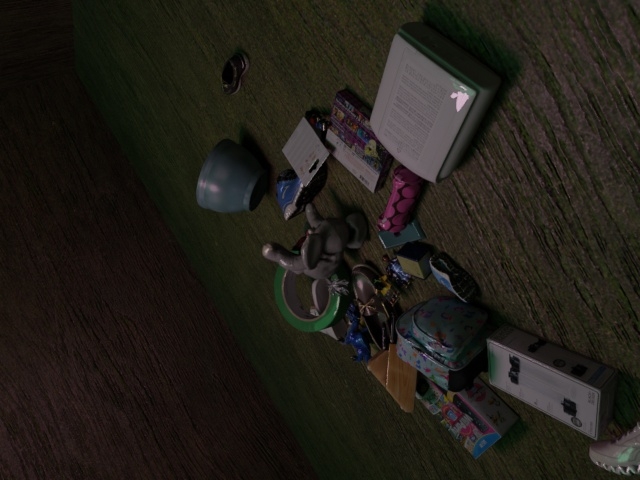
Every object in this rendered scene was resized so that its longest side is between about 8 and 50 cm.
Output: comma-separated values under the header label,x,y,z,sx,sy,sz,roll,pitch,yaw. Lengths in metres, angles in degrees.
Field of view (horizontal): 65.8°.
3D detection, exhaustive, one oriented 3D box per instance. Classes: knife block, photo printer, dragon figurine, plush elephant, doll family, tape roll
label,x,y,z,sx,sy,sz,roll,pitch,yaw
knife block,0.282,0.373,1.594,0.275,0.242,0.088,50,-173,4
photo printer,0.242,-0.295,1.135,0.256,0.107,0.307,46,149,23
dragon figurine,0.161,0.369,1.794,0.289,0.085,0.144,55,132,8
plush elephant,0.000,0.000,1.637,0.330,0.272,0.255,45,138,29
doll family,0.221,0.121,1.569,0.111,0.076,0.192,43,119,23
tape roll,-0.035,0.184,1.887,0.322,0.077,0.320,2,94,38

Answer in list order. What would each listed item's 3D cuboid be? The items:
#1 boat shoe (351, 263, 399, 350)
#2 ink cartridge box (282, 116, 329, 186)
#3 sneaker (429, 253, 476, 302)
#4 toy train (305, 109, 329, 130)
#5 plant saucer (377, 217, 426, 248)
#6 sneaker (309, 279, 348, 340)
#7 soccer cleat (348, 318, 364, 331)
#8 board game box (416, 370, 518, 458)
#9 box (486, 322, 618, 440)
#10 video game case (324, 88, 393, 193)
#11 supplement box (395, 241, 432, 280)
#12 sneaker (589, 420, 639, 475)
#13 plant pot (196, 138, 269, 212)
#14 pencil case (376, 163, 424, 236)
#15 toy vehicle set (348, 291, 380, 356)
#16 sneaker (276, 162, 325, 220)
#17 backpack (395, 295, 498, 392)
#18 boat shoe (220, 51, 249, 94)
label,x,y,z,sx,sy,sz,roll,pitch,yaw
boat shoe,0.186,0.234,1.684,0.117,0.097,0.324,-17,104,34
ink cartridge box,-0.037,-0.279,1.559,0.145,0.045,0.179,-52,57,32
sneaker,0.368,0.109,1.378,0.162,0.063,0.073,51,168,23
toy train,-0.012,-0.364,1.492,0.158,0.036,0.027,-127,33,-54
plant saucer,0.239,-0.016,1.490,0.067,0.018,0.192,62,152,-4
sneaker,-0.004,0.277,2.044,0.169,0.108,0.292,8,124,51
soccer cleat,0.136,0.325,1.875,0.083,0.029,0.035,35,147,45
board game box,0.443,0.514,1.578,0.303,0.098,0.224,44,148,26
box,0.566,0.341,1.235,0.290,0.087,0.169,21,133,48
video game case,0.112,-0.281,1.416,0.232,0.042,0.210,47,149,23
supplement box,0.278,0.060,1.440,0.083,0.056,0.083,20,146,49
sneaker,0.721,0.441,1.083,0.292,0.110,0.118,-37,76,53
plant pot,-0.325,-0.228,1.946,0.197,0.293,0.293,23,142,8
pencil case,0.216,-0.112,1.350,0.209,0.098,0.095,100,149,-47
toy vehicle set,0.190,0.329,1.862,0.166,0.035,0.266,11,126,53
sneaker,-0.093,-0.192,1.732,0.147,0.130,0.330,54,151,5
backpack,0.337,0.270,1.385,0.254,0.225,0.190,22,133,45
boat shoe,-0.325,-0.594,1.782,0.081,0.069,0.228,59,151,2
